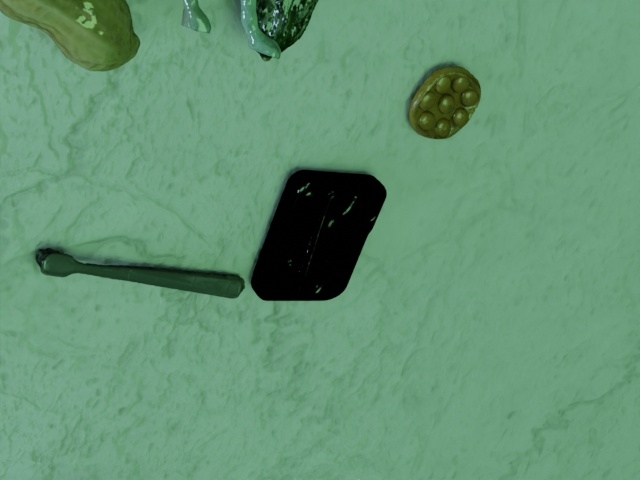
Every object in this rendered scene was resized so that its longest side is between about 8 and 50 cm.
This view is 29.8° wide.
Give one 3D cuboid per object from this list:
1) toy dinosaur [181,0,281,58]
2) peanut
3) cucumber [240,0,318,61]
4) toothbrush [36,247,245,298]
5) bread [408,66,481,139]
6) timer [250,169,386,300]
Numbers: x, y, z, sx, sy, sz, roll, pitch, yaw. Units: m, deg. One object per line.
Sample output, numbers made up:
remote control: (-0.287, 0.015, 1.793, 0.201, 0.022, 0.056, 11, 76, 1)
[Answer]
toy dinosaur: (-0.110, -0.282, 1.173, 0.392, 0.092, 0.206, -6, 116, -17)
peanut: (-0.257, -0.239, 1.185, 0.098, 0.090, 0.214, -38, 136, 11)
cucumber: (-0.008, -0.358, 1.268, 0.096, 0.096, 0.359, -1, 125, -34)
toothbrush: (-0.213, 0.042, 1.475, 0.297, 0.030, 0.030, 10, 107, -40)
bread: (0.163, -0.179, 1.566, 0.110, 0.024, 0.110, -18, 131, -21)
timer: (0.000, 0.000, 1.570, 0.144, 0.055, 0.187, 1, 122, -36)
